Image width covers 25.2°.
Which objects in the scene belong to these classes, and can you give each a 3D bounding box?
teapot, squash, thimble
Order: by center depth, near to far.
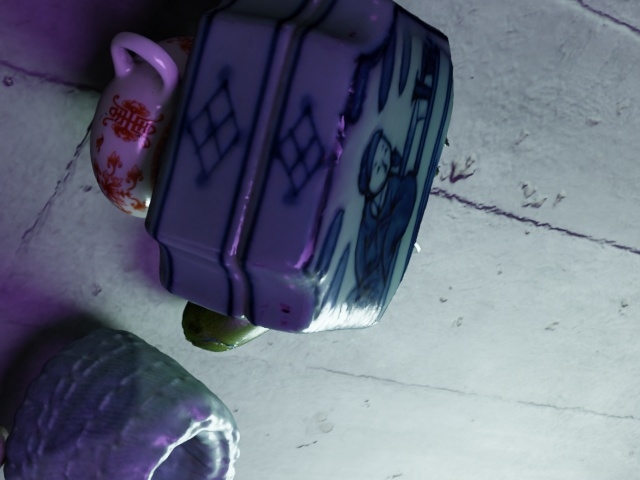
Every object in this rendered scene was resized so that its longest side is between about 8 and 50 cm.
[{"bbox_3d":[-0.129,-0.100,1.190,0.159,0.116,0.245,-44,159,-7],"label":"teapot"},{"bbox_3d":[-0.185,0.216,1.380,0.205,0.172,0.250,-36,147,-42],"label":"thimble"},{"bbox_3d":[0.001,0.001,1.424,0.331,0.087,0.087,-38,140,-4],"label":"squash"}]

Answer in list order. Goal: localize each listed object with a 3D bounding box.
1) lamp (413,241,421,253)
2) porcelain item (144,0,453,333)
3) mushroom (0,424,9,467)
[{"bbox_3d":[0.007,0.038,1.489,0.198,0.056,0.050,-33,143,-2],"label":"lamp"},{"bbox_3d":[-0.003,-0.068,1.193,0.286,0.157,0.281,11,94,-70],"label":"porcelain item"},{"bbox_3d":[-0.337,0.195,1.362,0.084,0.084,0.067,-6,88,-33],"label":"mushroom"}]
